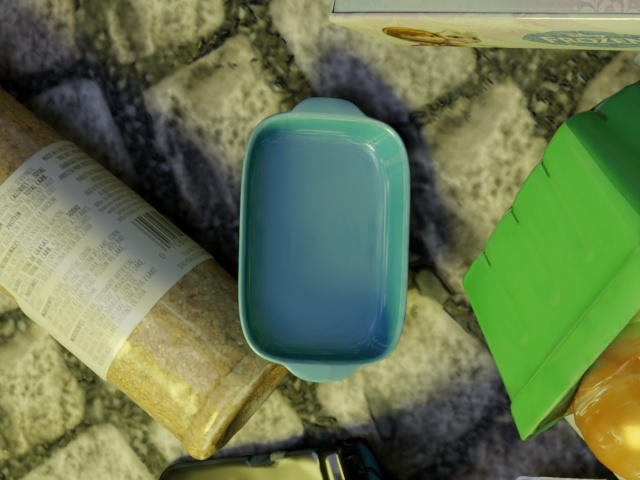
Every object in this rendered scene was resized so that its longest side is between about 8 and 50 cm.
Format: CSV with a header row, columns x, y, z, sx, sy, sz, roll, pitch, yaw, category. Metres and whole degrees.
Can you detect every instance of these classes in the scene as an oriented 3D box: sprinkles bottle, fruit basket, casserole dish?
x,y,z,sx,sy,sz,roll,pitch,yaw,category
-0.180,0.001,1.086,0.355,0.121,0.121,39,116,8,sprinkles bottle
0.253,0.083,0.859,0.353,0.165,0.327,47,150,15,fruit basket
0.000,0.000,1.016,0.114,0.037,0.188,3,85,-12,casserole dish

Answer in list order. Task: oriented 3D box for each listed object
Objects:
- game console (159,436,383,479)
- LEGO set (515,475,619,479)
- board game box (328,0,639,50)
x,y,z,sx,sy,sz,roll,pitch,yaw,category
-0.003,0.307,1.082,0.173,0.250,0.293,-17,99,-1,game console
0.200,0.241,1.051,0.244,0.060,0.182,0,102,14,LEGO set
0.165,-0.238,0.633,0.319,0.066,0.318,8,89,39,board game box
